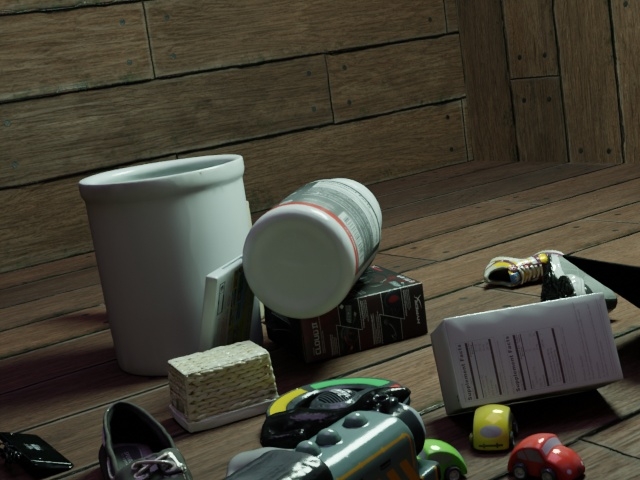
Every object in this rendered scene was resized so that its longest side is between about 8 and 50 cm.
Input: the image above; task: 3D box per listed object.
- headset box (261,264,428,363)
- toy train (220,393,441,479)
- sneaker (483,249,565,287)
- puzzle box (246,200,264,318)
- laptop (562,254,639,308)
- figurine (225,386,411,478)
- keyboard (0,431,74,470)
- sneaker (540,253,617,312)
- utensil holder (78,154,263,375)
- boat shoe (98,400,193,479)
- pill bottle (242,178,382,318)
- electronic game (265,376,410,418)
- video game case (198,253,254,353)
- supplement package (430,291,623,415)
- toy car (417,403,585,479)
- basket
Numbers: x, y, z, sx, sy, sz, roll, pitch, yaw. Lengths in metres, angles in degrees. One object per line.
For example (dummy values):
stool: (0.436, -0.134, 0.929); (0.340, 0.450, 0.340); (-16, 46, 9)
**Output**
headset box: (0.031, 0.144, 2.143); (0.293, 0.110, 0.218); (-12, 13, -20)
toy train: (0.016, 0.292, 1.149); (0.142, 0.190, 0.334); (1, 14, 39)
sneaker: (0.450, 0.070, 2.371); (0.185, 0.070, 0.084); (-10, 18, 26)
puzzle box: (-0.310, 0.046, 2.496); (0.408, 0.272, 0.052); (0, 13, 39)
laptop: (0.699, 0.044, 1.779); (0.407, 0.236, 0.382); (-32, 20, -23)
figurine: (0.005, 0.265, 1.405); (0.209, 0.092, 0.215); (-26, 5, 21)
keyboard: (-0.468, 0.343, 1.719); (0.100, 0.038, 0.192); (13, -3, -31)
sneaker: (0.501, 0.096, 2.131); (0.107, 0.100, 0.271); (5, 13, -5)
utensil holder: (-0.291, 0.043, 2.185); (0.327, 0.386, 0.327); (-8, 11, 2)
boat shoe: (-0.252, 0.310, 1.514); (0.112, 0.096, 0.335); (-12, 11, -21)
pill bottle: (0.000, 0.000, 2.064); (0.210, 0.210, 0.363); (-5, 12, 16)
electronic game: (0.027, 0.260, 1.701); (0.229, 0.048, 0.229); (-8, 10, 1)
video game case: (-0.170, 0.147, 1.979); (0.026, 0.227, 0.206); (12, 16, 16)
supplement package: (0.303, 0.172, 1.622); (0.244, 0.134, 0.139); (-9, -13, -6)
toy car: (0.203, 0.279, 1.446); (0.224, 0.053, 0.239); (-11, 11, -15)
basket: (-0.164, 0.239, 1.807); (0.167, 0.103, 0.113); (-12, 12, -23)
